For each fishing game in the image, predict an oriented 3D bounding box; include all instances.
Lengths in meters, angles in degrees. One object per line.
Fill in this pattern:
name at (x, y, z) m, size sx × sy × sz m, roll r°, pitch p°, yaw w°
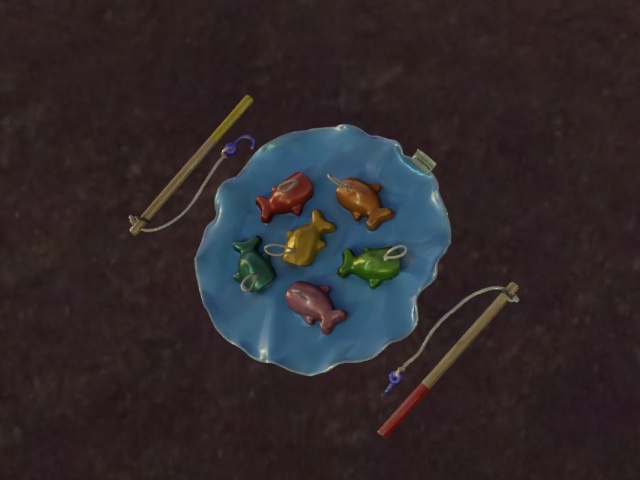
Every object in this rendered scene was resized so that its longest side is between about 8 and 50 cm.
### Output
fishing game at (0.000, 0.000, 0.885) m, size 0.189 × 0.041 × 0.264 m, roll -46°, pitch 64°, yaw -6°
